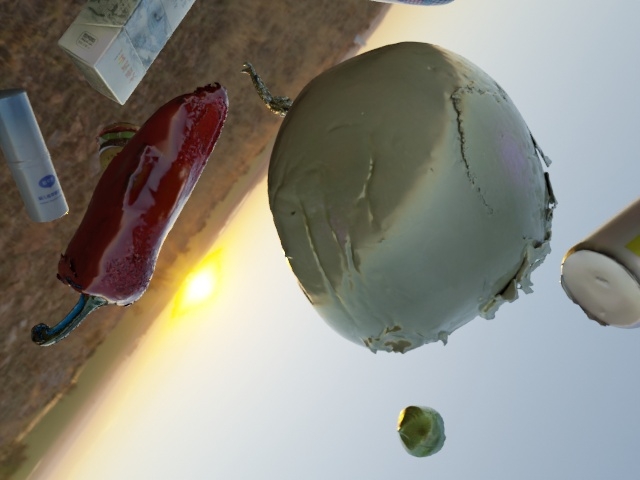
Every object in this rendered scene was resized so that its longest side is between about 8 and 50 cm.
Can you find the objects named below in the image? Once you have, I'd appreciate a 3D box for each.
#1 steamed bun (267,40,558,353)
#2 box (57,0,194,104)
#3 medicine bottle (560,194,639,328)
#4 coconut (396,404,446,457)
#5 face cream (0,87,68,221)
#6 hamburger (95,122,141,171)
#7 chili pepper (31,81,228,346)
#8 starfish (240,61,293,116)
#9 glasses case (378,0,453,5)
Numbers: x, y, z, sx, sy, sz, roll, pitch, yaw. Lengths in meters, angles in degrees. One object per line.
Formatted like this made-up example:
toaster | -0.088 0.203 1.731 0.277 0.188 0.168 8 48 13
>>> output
steamed bun | 0.115 -0.062 0.579 0.233 0.312 0.334 -8 -145 39
box | -0.303 -0.370 0.862 0.256 0.069 0.164 -59 -177 -8
medicine bottle | 0.733 0.015 1.155 0.379 0.213 0.213 -32 180 -20
coconut | 0.175 0.334 0.920 0.088 0.096 0.087 -20 -114 55
face cream | -0.567 -0.161 1.013 0.077 0.077 0.250 -68 156 -55
hamburger | -0.581 -0.255 1.551 0.175 0.175 0.136 -45 -139 50
chili pepper | -0.223 -0.036 0.639 0.387 0.110 0.110 -64 -170 -9
starfish | -0.084 -0.291 1.073 0.053 0.208 0.176 -48 178 17
glasses case | 0.202 -0.667 1.341 0.125 0.328 0.076 112 -15 -80
